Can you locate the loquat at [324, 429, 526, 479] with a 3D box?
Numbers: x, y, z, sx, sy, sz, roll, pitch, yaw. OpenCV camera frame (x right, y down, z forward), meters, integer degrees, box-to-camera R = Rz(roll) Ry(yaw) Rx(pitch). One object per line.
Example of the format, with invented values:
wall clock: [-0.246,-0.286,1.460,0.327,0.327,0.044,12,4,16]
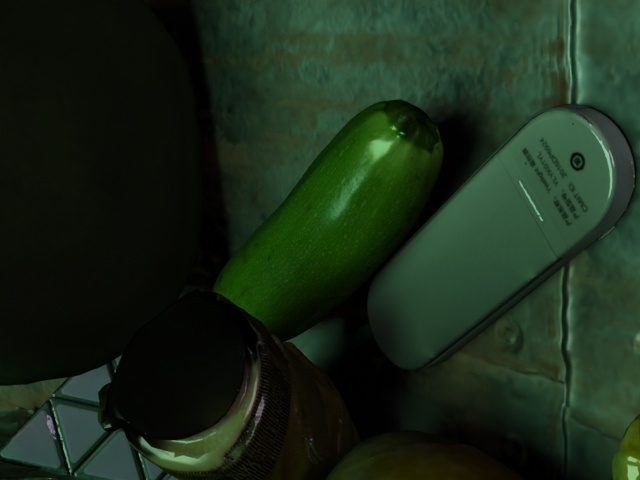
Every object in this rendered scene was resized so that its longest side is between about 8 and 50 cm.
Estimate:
loquat: [0.074,0.211,0.611,0.227,0.179,0.179,53,137,43]

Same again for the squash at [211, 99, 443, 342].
squash: [0.002,0.001,0.725,0.292,0.082,0.082,-46,62,49]

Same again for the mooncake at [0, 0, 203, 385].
mooncake: [-0.267,-0.058,0.842,0.194,0.356,0.356,-2,97,46]

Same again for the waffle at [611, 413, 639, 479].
waffle: [0.252,0.140,0.433,0.325,0.068,0.302,62,143,30]

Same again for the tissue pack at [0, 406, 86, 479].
tissue pack: [-0.359,0.416,1.211,0.297,0.207,0.380,17,112,52]

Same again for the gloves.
gloves: [-0.040,0.156,0.745,0.154,0.141,0.331,52,171,32]

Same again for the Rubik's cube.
Rubik's cube: [-0.178,0.205,0.984,0.178,0.190,0.211,37,134,21]

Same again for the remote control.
remote control: [0.100,0.007,0.648,0.245,0.022,0.077,-49,63,47]
